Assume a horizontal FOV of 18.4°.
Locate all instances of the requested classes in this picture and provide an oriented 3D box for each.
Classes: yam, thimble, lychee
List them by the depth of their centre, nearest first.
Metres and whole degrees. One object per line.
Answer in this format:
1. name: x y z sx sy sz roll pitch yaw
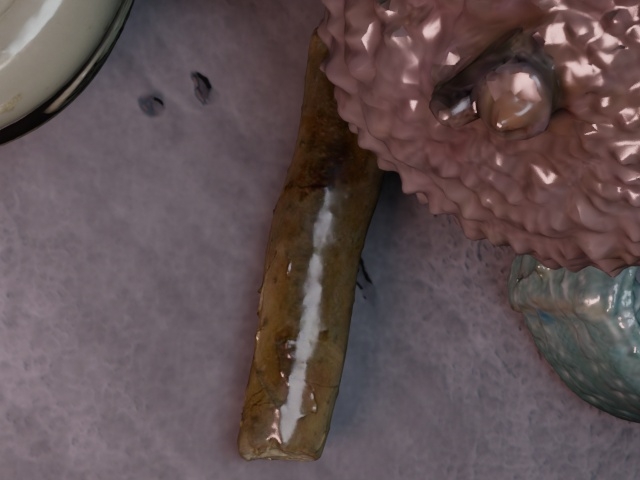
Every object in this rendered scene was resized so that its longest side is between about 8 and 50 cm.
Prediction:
1. lychee: 0.190 -0.170 1.257 0.380 0.380 0.432 57 41 -12
2. yam: 0.000 0.000 1.369 0.071 0.067 0.317 20 76 -48
3. thimble: 0.256 0.037 1.449 0.235 0.143 0.198 5 85 -23

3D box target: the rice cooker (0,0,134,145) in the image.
1. rice cooker: -0.238 -0.177 1.146 0.288 0.277 0.288 0 90 -6
